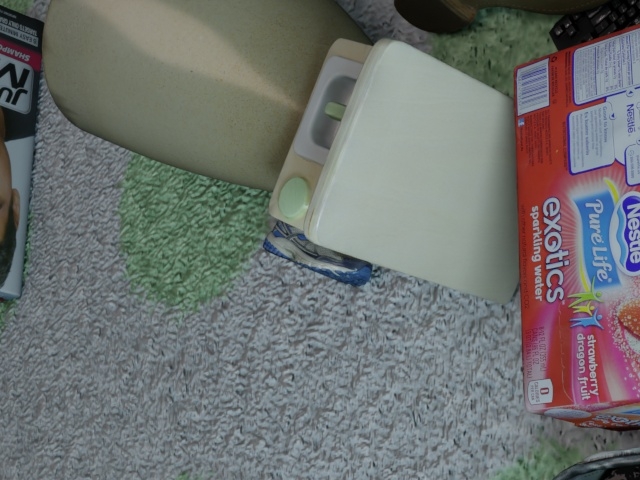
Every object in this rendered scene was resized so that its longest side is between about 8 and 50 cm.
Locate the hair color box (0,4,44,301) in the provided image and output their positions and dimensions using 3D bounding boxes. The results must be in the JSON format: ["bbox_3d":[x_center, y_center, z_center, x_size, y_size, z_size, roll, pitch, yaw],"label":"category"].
[{"bbox_3d":[-0.462,-0.119,1.519,0.113,0.185,0.374,-14,68,41],"label":"hair color box"}]

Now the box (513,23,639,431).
[{"bbox_3d":[0.220,-0.004,0.841,0.128,0.122,0.257,-15,67,42],"label":"box"}]

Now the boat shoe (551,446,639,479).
[{"bbox_3d":[0.279,0.164,0.740,0.306,0.105,0.113,-1,77,45],"label":"boat shoe"}]

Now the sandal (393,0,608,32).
[{"bbox_3d":[0.157,-0.235,1.012,0.240,0.088,0.079,-1,57,55],"label":"sandal"}]

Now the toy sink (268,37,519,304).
[{"bbox_3d":[0.059,-0.060,0.942,0.131,0.234,0.153,25,96,46],"label":"toy sink"}]

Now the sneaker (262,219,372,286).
[{"bbox_3d":[0.000,0.000,1.115,0.135,0.052,0.058,22,89,46],"label":"sneaker"}]

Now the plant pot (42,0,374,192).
[{"bbox_3d":[-0.066,-0.152,1.119,0.274,0.256,0.256,33,102,29],"label":"plant pot"}]

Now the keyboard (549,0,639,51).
[{"bbox_3d":[0.260,-0.185,0.934,0.180,0.023,0.108,-42,51,29],"label":"keyboard"}]
